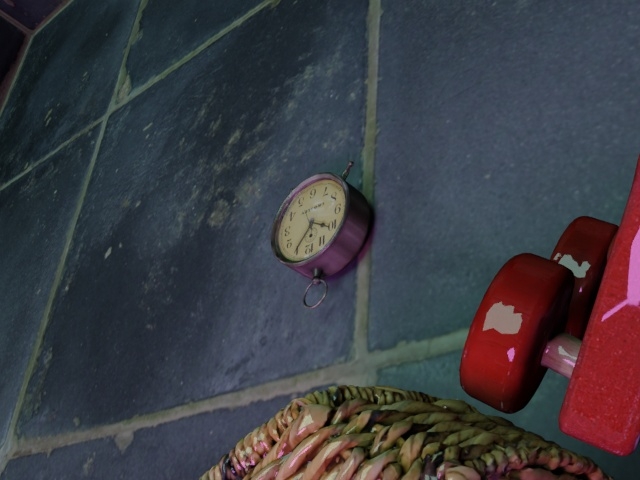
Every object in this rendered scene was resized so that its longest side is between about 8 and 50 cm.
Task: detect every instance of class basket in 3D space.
[{"bbox_3d":[0.054,0.209,0.468,0.223,0.299,0.214,9,70,48],"label":"basket"}]

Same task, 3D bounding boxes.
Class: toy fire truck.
[{"bbox_3d":[0.227,-0.005,0.422,0.169,0.302,0.254,24,117,30],"label":"toy fire truck"}]

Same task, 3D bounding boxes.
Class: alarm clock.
[{"bbox_3d":[0.000,0.000,0.860,0.129,0.064,0.192,-21,48,35],"label":"alarm clock"}]
